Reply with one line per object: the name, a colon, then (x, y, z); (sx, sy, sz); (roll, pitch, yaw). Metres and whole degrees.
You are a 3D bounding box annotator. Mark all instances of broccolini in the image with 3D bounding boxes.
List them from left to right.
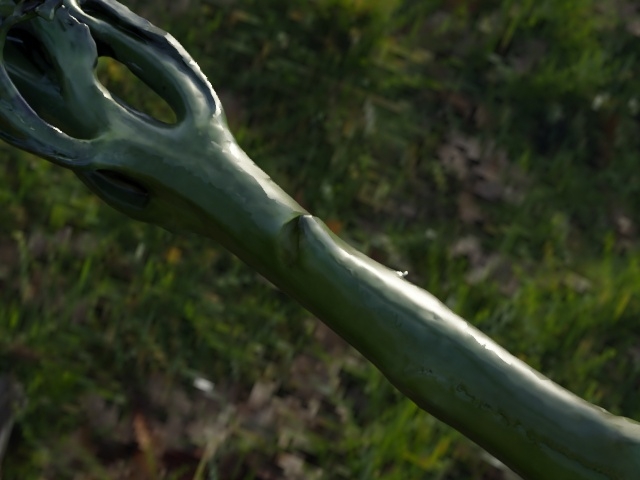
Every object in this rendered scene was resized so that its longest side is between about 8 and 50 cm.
broccolini: (0.000, -0.005, 0.365); (0.254, 0.057, 0.071); (31, 58, 23)
